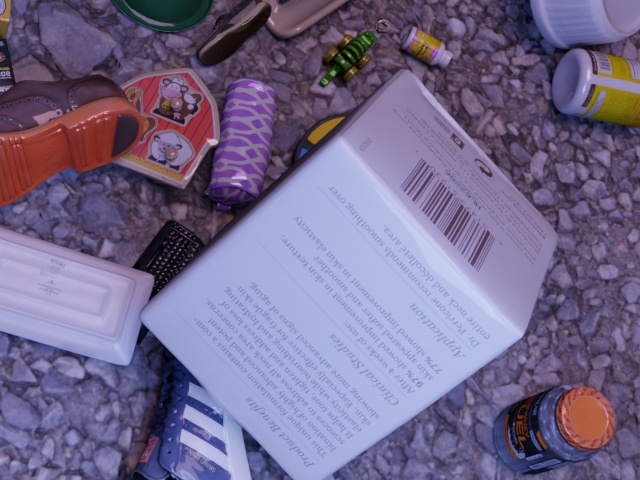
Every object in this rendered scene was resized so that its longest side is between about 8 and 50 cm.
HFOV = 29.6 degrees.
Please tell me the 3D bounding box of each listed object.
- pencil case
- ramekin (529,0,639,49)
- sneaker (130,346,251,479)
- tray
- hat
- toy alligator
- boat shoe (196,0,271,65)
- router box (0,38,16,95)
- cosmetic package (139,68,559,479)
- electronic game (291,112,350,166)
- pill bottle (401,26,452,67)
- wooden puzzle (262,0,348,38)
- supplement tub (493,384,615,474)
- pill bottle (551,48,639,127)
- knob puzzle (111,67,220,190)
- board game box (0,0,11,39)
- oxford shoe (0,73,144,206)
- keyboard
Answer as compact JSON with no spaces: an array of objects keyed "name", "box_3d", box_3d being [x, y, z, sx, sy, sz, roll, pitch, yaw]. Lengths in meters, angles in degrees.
[{"name":"pencil case","box_3d":[-0.120,-0.146,1.855,0.086,0.088,0.206,16,67,-13]},{"name":"ramekin","box_3d":[0.488,-0.467,2.117,0.273,0.127,0.272,-15,111,-45]},{"name":"sneaker","box_3d":[-0.193,0.260,1.653,0.148,0.131,0.350,-7,75,-29]},{"name":"tray","box_3d":[-0.377,0.070,1.692,0.270,0.030,0.145,18,65,-10]},{"name":"hat","box_3d":[-0.238,-0.445,1.860,0.208,0.183,0.173,26,64,-12]},{"name":"toy alligator","box_3d":[0.065,-0.322,2.013,0.056,0.051,0.189,45,62,-2]},{"name":"boat shoe","box_3d":[-0.145,-0.337,1.938,0.049,0.056,0.152,39,65,23]},{"name":"router box","box_3d":[-0.508,-0.241,1.759,0.122,0.038,0.092,-10,76,-25]},{"name":"cosmetic package","box_3d":[0.046,0.046,1.609,0.329,0.394,0.327,47,29,-5]},{"name":"electronic game","box_3d":[0.063,-0.097,1.934,0.229,0.048,0.229,8,68,-20]},{"name":"pill bottle","box_3d":[0.182,-0.327,2.067,0.083,0.043,0.043,28,63,-10]},{"name":"wooden puzzle","box_3d":[-0.047,-0.548,2.033,0.322,0.080,0.348,-39,88,-28]},{"name":"supplement tub","box_3d":[0.354,0.285,1.833,0.117,0.190,0.117,8,68,-20]},{"name":"pill bottle","box_3d":[0.526,-0.265,2.143,0.215,0.117,0.117,9,69,-19]},{"name":"knob puzzle","box_3d":[-0.239,-0.187,1.818,0.213,0.030,0.213,1,64,-1]},{"name":"board game box","box_3d":[-0.612,-0.433,1.771,0.317,0.064,0.242,5,70,-21]},{"name":"oxford shoe","box_3d":[-0.442,-0.144,1.717,0.364,0.130,0.132,-18,52,-25]},{"name":"keyboard","box_3d":[-0.228,0.061,1.765,0.100,0.038,0.192,36,63,-7]}]
